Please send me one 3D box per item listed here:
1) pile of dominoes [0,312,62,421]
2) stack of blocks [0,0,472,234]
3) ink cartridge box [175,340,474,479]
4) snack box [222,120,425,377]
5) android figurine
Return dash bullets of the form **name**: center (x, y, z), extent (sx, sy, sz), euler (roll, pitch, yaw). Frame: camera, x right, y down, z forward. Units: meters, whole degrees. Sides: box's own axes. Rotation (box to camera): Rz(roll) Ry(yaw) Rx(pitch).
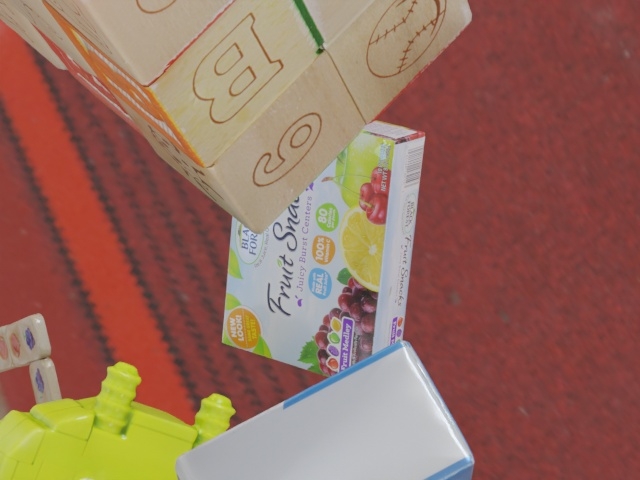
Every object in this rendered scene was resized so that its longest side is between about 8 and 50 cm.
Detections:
- **pile of dominoes**: center (-0.230, 0.165, 1.305), extent (0.251, 0.040, 0.196), euler (-21, 81, 61)
- **stack of blocks**: center (-0.082, -0.139, 0.420), extent (0.087, 0.297, 0.171), euler (-45, 62, -7)
- **ink cartridge box**: center (0.003, 0.094, 0.658), extent (0.088, 0.122, 0.052), euler (-27, 70, -9)
- **snack box**: center (0.000, 0.000, 1.035), extent (0.100, 0.037, 0.141), euler (16, 110, 31)
- **android figurine**: center (-0.131, 0.202, 1.039), extent (0.056, 0.248, 0.273), euler (22, 88, 60)
